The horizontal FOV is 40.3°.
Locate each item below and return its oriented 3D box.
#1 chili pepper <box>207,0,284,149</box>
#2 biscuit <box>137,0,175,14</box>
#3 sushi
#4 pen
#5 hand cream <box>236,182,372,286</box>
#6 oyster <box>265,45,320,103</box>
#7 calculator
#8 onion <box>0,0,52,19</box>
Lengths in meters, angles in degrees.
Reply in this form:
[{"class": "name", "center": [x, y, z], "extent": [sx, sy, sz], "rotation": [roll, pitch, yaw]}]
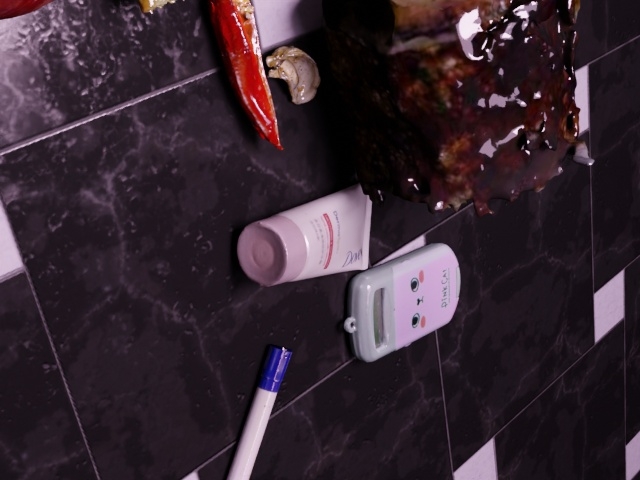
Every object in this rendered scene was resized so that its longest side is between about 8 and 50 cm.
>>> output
[{"class": "chili pepper", "center": [-0.092, -0.223, 1.005], "extent": [0.059, 0.050, 0.268], "rotation": [-83, 161, -60]}, {"class": "biscuit", "center": [-0.123, -0.339, 0.929], "extent": [0.231, 0.016, 0.139], "rotation": [-33, 103, -34]}, {"class": "sushi", "center": [0.171, -0.209, 1.095], "extent": [0.299, 0.281, 0.294], "rotation": [-18, 116, -10]}, {"class": "pen", "center": [-0.093, 0.269, 1.168], "extent": [0.033, 0.033, 0.269], "rotation": [18, 90, -46]}, {"class": "hand cream", "center": [0.000, 0.000, 1.153], "extent": [0.248, 0.083, 0.133], "rotation": [-18, 118, -51]}, {"class": "oyster", "center": [-0.040, -0.206, 1.082], "extent": [0.080, 0.038, 0.083], "rotation": [-20, 142, -28]}, {"class": "calculator", "center": [0.124, 0.092, 1.320], "extent": [0.246, 0.045, 0.141], "rotation": [-19, 115, -39]}, {"class": "onion", "center": [-0.270, -0.303, 0.659], "extent": [0.276, 0.276, 0.276], "rotation": [-16, 113, -41]}]
